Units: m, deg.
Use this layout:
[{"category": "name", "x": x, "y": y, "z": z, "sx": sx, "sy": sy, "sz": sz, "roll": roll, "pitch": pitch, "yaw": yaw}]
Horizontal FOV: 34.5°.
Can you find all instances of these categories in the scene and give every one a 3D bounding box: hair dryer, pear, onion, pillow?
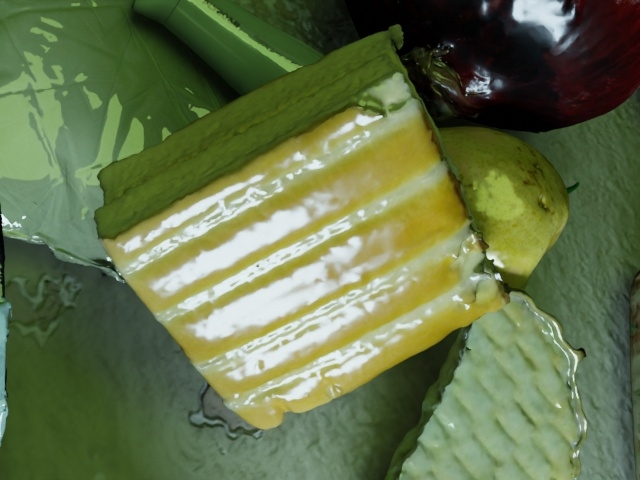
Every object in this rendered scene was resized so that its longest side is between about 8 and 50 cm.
[{"category": "hair dryer", "x": -0.098, "y": -0.087, "z": 0.828, "sx": 0.206, "sy": 0.075, "sz": 0.237, "roll": 34, "pitch": 71, "yaw": -10}, {"category": "pear", "x": 0.129, "y": -0.025, "z": 0.929, "sx": 0.178, "sy": 0.178, "sz": 0.178, "roll": 9, "pitch": 66, "yaw": -22}, {"category": "onion", "x": 0.159, "y": -0.205, "z": 0.931, "sx": 0.314, "sy": 0.314, "sz": 0.232, "roll": 25, "pitch": 74, "yaw": -14}, {"category": "pillow", "x": -0.173, "y": -0.102, "z": 0.860, "sx": 0.281, "sy": 0.076, "sz": 0.274, "roll": 22, "pitch": 66, "yaw": -22}]

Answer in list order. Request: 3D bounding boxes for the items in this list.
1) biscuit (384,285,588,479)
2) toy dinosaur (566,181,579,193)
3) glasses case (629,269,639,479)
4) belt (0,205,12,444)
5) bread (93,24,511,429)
[{"category": "biscuit", "x": 0.142, "y": 0.184, "z": 0.867, "sx": 0.187, "sy": 0.036, "sz": 0.273, "roll": 31, "pitch": 80, "yaw": -26}, {"category": "toy dinosaur", "x": 0.228, "y": -0.025, "z": 1.049, "sx": 0.119, "sy": 0.029, "sz": 0.060, "roll": -31, "pitch": 100, "yaw": -37}, {"category": "glasses case", "x": 0.371, "y": 0.211, "z": 0.970, "sx": 0.156, "sy": 0.098, "sz": 0.425, "roll": 16, "pitch": 63, "yaw": -24}, {"category": "belt", "x": -0.254, "y": 0.063, "z": 0.704, "sx": 0.078, "sy": 0.151, "sz": 0.198, "roll": 1, "pitch": 83, "yaw": -25}, {"category": "bread", "x": 0.000, "y": 0.000, "z": 0.763, "sx": 0.246, "sy": 0.239, "sz": 0.111, "roll": -28, "pitch": 38, "yaw": 4}]
